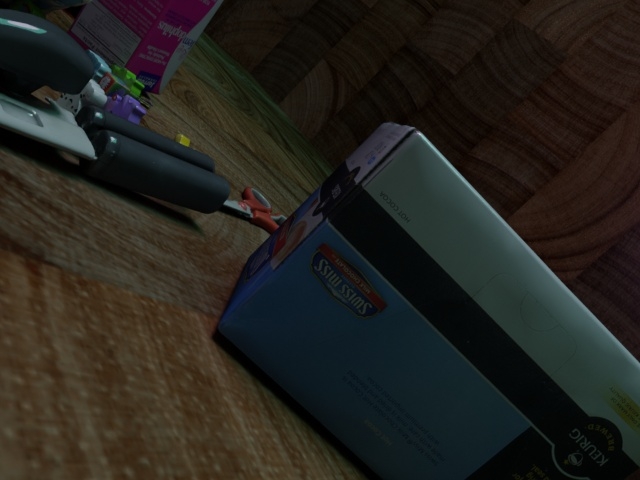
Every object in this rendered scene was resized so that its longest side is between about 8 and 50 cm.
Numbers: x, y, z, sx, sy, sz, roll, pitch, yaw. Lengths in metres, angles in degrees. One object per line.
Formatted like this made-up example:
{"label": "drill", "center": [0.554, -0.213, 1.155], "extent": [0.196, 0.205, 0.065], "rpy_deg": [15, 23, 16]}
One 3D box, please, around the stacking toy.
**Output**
{"label": "stacking toy", "center": [-0.243, -0.163, 0.657], "extent": [0.221, 0.052, 0.167], "rpy_deg": [49, 9, 28]}

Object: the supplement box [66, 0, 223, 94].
{"label": "supplement box", "center": [-0.230, -0.328, 0.815], "extent": [0.114, 0.220, 0.111], "rpy_deg": [43, 16, 8]}

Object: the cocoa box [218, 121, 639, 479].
{"label": "cocoa box", "center": [0.111, 0.087, 0.579], "extent": [0.347, 0.228, 0.231], "rpy_deg": [44, 9, -9]}

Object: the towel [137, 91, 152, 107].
{"label": "towel", "center": [-0.281, -0.231, 0.872], "extent": [0.060, 0.009, 0.083], "rpy_deg": [35, 14, -45]}

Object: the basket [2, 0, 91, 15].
{"label": "basket", "center": [-0.328, -0.386, 0.599], "extent": [0.254, 0.201, 0.289], "rpy_deg": [12, -37, 45]}

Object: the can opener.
{"label": "can opener", "center": [-0.178, -0.102, 0.525], "extent": [0.283, 0.095, 0.076], "rpy_deg": [19, 28, -55]}

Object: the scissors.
{"label": "scissors", "center": [-0.097, -0.037, 0.821], "extent": [0.109, 0.021, 0.297], "rpy_deg": [48, 8, 3]}
